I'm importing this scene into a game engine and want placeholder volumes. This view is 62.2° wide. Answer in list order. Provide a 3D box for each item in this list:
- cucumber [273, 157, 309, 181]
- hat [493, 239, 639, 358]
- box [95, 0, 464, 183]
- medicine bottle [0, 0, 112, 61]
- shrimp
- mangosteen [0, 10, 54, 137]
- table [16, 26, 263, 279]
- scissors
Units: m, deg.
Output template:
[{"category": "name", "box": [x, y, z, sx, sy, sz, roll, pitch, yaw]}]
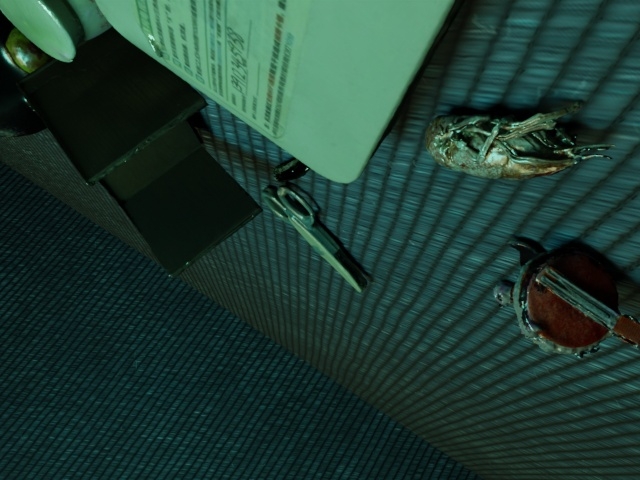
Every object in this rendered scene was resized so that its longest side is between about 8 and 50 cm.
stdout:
[{"category": "cucumber", "box": [-0.041, -0.116, 0.861, 0.034, 0.033, 0.134, 1, 178, -29]}, {"category": "hat", "box": [0.296, 0.076, 0.701, 0.140, 0.129, 0.227, 13, 177, -2]}, {"category": "box", "box": [-0.071, -0.259, 0.496, 0.396, 0.111, 0.396, 35, 159, 2]}, {"category": "medicine bottle", "box": [-0.339, -0.334, 0.696, 0.147, 0.143, 0.147, 29, 158, 13]}, {"category": "shrimp", "box": [0.186, -0.095, 0.519, 0.190, 0.074, 0.073, 20, 135, 48]}, {"category": "mangosteen", "box": [-0.499, -0.306, 0.865, 0.301, 0.275, 0.275, 7, 151, 15]}, {"category": "table", "box": [-0.263, -0.141, 0.811, 0.282, 0.196, 0.251, 44, 166, 34]}, {"category": "scissors", "box": [0.000, 0.000, 1.035, 0.289, 0.041, 0.138, 48, 157, -22]}]
